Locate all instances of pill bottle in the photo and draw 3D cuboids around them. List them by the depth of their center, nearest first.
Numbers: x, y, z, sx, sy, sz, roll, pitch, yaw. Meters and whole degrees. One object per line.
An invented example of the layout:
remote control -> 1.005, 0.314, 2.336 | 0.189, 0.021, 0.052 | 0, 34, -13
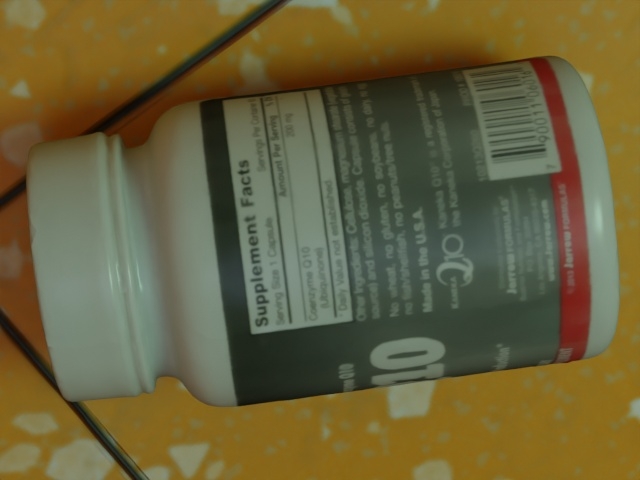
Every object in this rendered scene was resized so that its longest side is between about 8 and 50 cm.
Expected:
pill bottle -> 0.000, 0.000, 0.969 | 0.283, 0.161, 0.161 | -8, 110, -2
